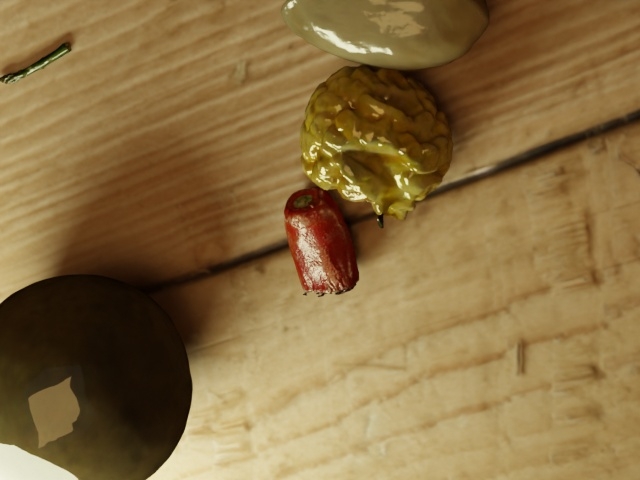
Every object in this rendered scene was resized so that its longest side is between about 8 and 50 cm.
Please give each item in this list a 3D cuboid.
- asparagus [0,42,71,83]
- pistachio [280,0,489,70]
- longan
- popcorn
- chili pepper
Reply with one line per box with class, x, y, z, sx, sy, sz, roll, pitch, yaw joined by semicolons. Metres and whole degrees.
asparagus;-0.347;-0.212;2.104;0.114;0.014;0.015;-24;66;27
pistachio;0.071;-0.248;1.850;0.223;0.126;0.152;6;154;17
longan;-0.302;0.183;2.100;0.297;0.297;0.297;8;113;19
popcorn;0.061;-0.106;1.913;0.180;0.180;0.170;13;76;17
chili pepper;0.000;0.000;2.019;0.070;0.073;0.123;-21;108;-16
